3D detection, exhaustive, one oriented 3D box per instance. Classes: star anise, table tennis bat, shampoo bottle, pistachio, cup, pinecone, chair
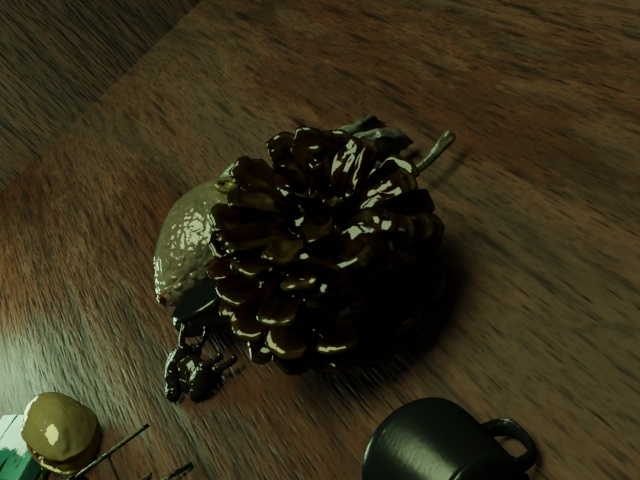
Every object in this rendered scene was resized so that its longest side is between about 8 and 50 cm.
[{"bbox_3d":[0.060,-0.150,2.038,0.359,0.139,0.316,-40,35,7],"label":"star anise"},{"bbox_3d":[-0.184,0.078,1.995,0.236,0.027,0.150,-41,18,-29],"label":"table tennis bat"},{"bbox_3d":[-0.129,0.116,1.978,0.350,0.084,0.126,-20,32,37],"label":"shampoo bottle"},{"bbox_3d":[-0.505,0.367,2.081,0.145,0.117,0.200,-26,31,-22],"label":"pistachio"},{"bbox_3d":[0.175,0.285,1.317,0.223,0.169,0.176,-20,25,-23],"label":"cup"},{"bbox_3d":[0.000,0.000,1.674,0.397,0.398,0.398,-31,31,21],"label":"pinecone"},{"bbox_3d":[-0.370,0.461,1.757,0.325,0.170,0.160,-31,33,10],"label":"chair"}]

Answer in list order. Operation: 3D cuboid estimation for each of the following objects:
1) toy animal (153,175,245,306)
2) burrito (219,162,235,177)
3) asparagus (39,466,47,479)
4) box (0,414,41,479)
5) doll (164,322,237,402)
[{"bbox_3d":[-0.217,-0.011,2.148,0.226,0.188,0.358,-19,35,48],"label":"toy animal"},{"bbox_3d":[-0.182,-0.148,2.434,0.074,0.044,0.118,-54,33,-13],"label":"burrito"},{"bbox_3d":[-0.548,0.497,2.064,0.233,0.022,0.023,-89,8,-50],"label":"asparagus"},{"bbox_3d":[-0.637,0.439,2.229,0.229,0.041,0.162,-11,43,45],"label":"box"},{"bbox_3d":[-0.236,0.238,1.960,0.139,0.057,0.165,43,113,37],"label":"doll"}]
